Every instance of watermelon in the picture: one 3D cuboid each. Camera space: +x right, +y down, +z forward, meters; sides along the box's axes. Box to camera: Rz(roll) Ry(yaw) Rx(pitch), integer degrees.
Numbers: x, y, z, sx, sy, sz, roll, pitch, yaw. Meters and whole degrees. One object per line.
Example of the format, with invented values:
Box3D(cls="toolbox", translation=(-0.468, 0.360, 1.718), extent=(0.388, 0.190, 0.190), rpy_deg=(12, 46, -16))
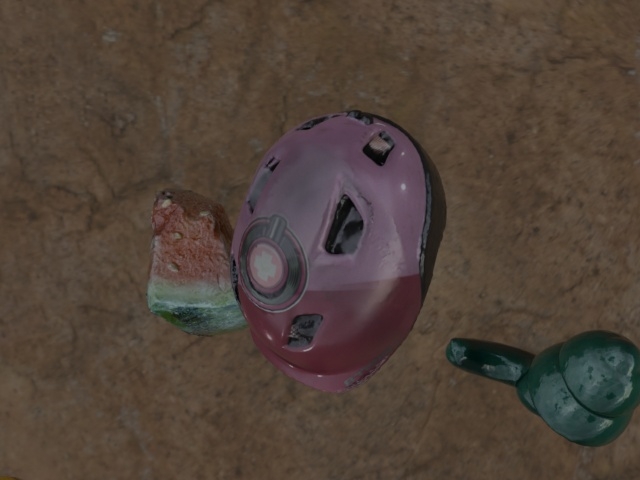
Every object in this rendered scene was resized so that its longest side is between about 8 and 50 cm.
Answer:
Box3D(cls="watermelon", translation=(-0.193, 0.015, 1.557), extent=(0.139, 0.193, 0.257), rpy_deg=(-19, 69, 16))

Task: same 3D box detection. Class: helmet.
Box3D(cls="helmet", translation=(0.000, 0.000, 0.869), extent=(0.198, 0.154, 0.253), rpy_deg=(28, 87, 30))

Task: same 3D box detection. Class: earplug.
Box3D(cls="earplug", translation=(0.357, 0.193, 1.437), extent=(0.257, 0.163, 0.280), rpy_deg=(55, 142, 10))

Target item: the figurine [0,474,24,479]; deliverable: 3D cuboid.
Box3D(cls="figurine", translation=(-0.296, 0.243, 0.532), extent=(0.196, 0.323, 0.320), rpy_deg=(31, 76, 34))
